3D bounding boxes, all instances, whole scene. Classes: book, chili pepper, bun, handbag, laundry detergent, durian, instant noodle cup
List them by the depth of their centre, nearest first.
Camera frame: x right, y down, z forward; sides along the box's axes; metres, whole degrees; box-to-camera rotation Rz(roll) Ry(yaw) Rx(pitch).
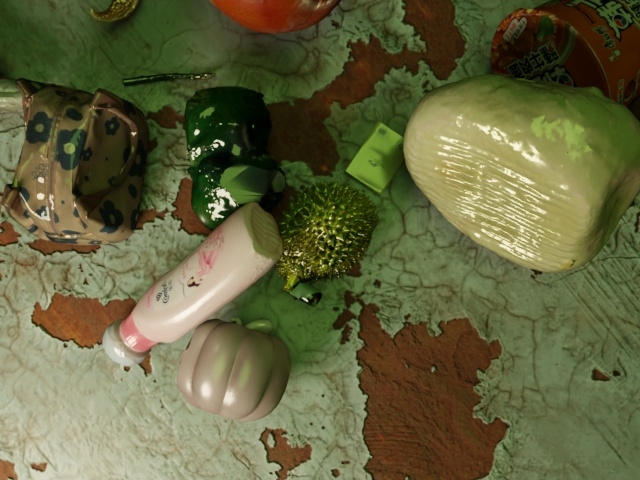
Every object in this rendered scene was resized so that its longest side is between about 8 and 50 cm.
[{"bbox_3d":[0.310,-0.120,0.961,0.361,0.361,0.213,42,66,1],"label":"bun"},{"bbox_3d":[-0.206,0.079,0.987,0.335,0.159,0.088,-37,116,19],"label":"laundry detergent"},{"bbox_3d":[-0.385,-0.123,0.995,0.190,0.193,0.251,5,84,2],"label":"handbag"},{"bbox_3d":[0.004,-0.008,1.029,0.146,0.159,0.198,42,117,13],"label":"durian"},{"bbox_3d":[0.435,-0.302,1.036,0.192,0.250,0.250,-33,88,-14],"label":"instant noodle cup"},{"bbox_3d":[-0.143,-0.128,1.041,0.148,0.116,0.264,-1,89,-27],"label":"chili pepper"},{"bbox_3d":[0.103,-0.144,1.110,0.077,0.014,0.111,34,84,2],"label":"book"}]

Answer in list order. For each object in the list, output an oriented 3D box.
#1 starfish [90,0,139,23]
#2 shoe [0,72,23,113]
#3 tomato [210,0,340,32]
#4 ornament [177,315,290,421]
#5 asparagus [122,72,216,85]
[{"bbox_3d":[-0.336,-0.476,1.094,0.216,0.071,0.238,12,75,4],"label":"starfish"},{"bbox_3d":[-0.567,-0.284,1.046,0.228,0.099,0.125,12,88,2],"label":"shoe"},{"bbox_3d":[-0.069,-0.503,0.981,0.273,0.341,0.341,34,85,14],"label":"tomato"},{"bbox_3d":[-0.132,0.193,0.995,0.178,0.177,0.177,0,85,-3],"label":"ornament"},{"bbox_3d":[-0.263,-0.284,1.104,0.163,0.016,0.016,-5,59,-3],"label":"asparagus"}]
